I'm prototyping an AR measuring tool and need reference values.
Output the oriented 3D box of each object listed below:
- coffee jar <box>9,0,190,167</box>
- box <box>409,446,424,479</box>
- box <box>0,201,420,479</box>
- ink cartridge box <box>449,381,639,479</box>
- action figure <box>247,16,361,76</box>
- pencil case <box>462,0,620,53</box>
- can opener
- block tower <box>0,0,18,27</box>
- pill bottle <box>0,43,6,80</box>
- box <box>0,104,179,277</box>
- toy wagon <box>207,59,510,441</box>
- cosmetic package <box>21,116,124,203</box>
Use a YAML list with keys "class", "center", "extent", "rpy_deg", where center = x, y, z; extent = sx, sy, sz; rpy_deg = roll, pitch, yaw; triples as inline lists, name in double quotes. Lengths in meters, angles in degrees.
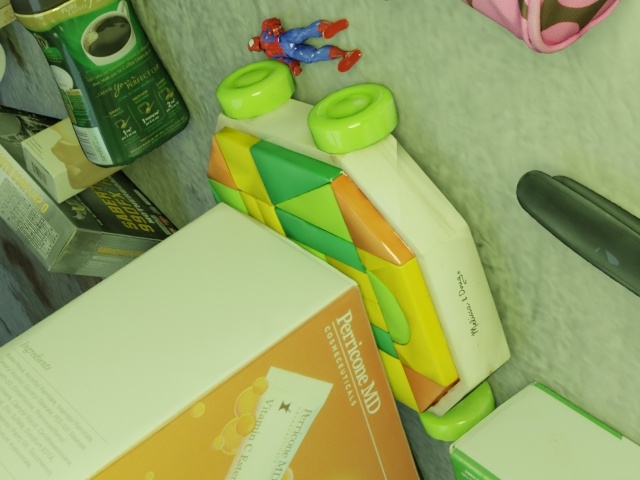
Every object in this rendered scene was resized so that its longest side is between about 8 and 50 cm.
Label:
- class: "coffee jar"
  center: [-0.187, -0.160, 0.992]
  extent: [0.079, 0.096, 0.184]
  rpy_deg: [21, 139, 51]
- class: "box"
  center: [-0.062, 0.218, 1.071]
  extent: [0.163, 0.247, 0.142]
  rpy_deg: [21, 139, 55]
- class: "box"
  center: [-0.126, 0.169, 0.818]
  extent: [0.168, 0.345, 0.215]
  rpy_deg: [30, 148, 46]
- class: "ink cartridge box"
  center: [0.181, 0.221, 0.793]
  extent: [0.153, 0.087, 0.208]
  rpy_deg: [32, 148, 44]
- class: "action figure"
  center: [-0.018, -0.129, 0.781]
  extent: [0.115, 0.030, 0.038]
  rpy_deg: [18, 143, 59]
- class: "pencil case"
  center: [0.047, -0.174, 0.506]
  extent: [0.209, 0.095, 0.098]
  rpy_deg: [43, 135, 23]
- class: "can opener"
  center: [0.172, 0.016, 0.580]
  extent: [0.059, 0.073, 0.186]
  rpy_deg: [21, -168, -46]
- class: "block tower"
  center: [-0.363, -0.343, 1.094]
  extent: [0.091, 0.097, 0.335]
  rpy_deg: [23, 144, 54]
- class: "pill bottle"
  center: [-0.474, -0.257, 1.387]
  extent: [0.246, 0.136, 0.136]
  rpy_deg: [41, 154, 31]
- class: "box"
  center: [-0.267, -0.053, 1.227]
  extent: [0.231, 0.056, 0.183]
  rpy_deg: [44, -164, 27]
- class: "toy wagon"
  center: [0.000, 0.000, 0.874]
  extent: [0.344, 0.068, 0.267]
  rpy_deg: [24, 143, 52]
- class: "cosmetic package"
  center: [-0.219, -0.091, 1.130]
  extent: [0.060, 0.115, 0.041]
  rpy_deg: [42, 151, 27]
